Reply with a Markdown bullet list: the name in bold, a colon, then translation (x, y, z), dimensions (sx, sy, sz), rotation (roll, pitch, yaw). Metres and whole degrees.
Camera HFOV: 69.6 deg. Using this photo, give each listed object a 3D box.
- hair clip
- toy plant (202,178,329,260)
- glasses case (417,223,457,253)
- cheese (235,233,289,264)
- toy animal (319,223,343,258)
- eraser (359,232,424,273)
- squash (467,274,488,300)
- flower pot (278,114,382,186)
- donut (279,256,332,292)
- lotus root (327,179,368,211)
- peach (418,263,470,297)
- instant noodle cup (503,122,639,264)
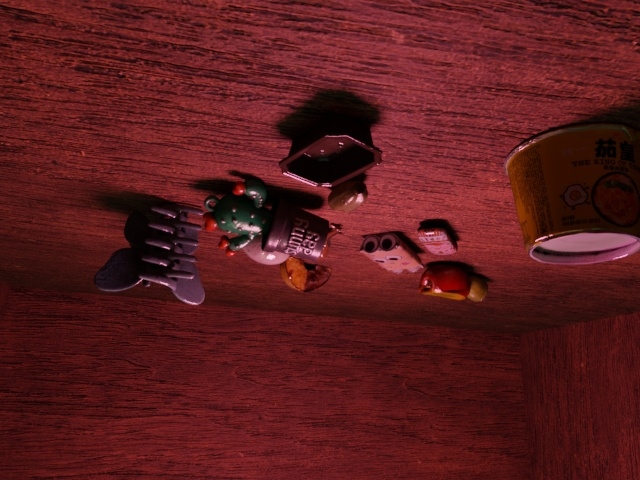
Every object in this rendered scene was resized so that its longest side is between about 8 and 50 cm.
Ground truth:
- **hair clip**: translation (-0.552, 0.037, 1.641), dimensions (0.393, 0.318, 0.238), rotation (16, 157, -27)
- **toy plant**: translation (-0.176, -0.064, 1.485), dimensions (0.401, 0.185, 0.279), rotation (18, 147, -11)
- **glasses case**: translation (0.441, -0.001, 1.723), dimensions (0.103, 0.067, 0.267), rotation (-9, 158, 28)
- **cheese**: translation (-0.198, 0.006, 1.670), dimensions (0.189, 0.154, 0.198), rotation (24, -179, 28)
- **toy animal**: translation (0.000, 0.000, 1.826), dimensions (0.230, 0.066, 0.224), rotation (5, 144, 24)
- **eraser**: translation (0.299, 0.056, 1.887), dimensions (0.171, 0.087, 0.291), rotation (-6, 159, 29)
- **squash**: translation (0.745, 0.229, 2.270), dimensions (0.123, 0.122, 0.187), rotation (-10, 158, 34)
- **flower pot**: translation (0.023, -0.222, 1.126), dimensions (0.179, 0.084, 0.251), rotation (18, 155, -35)
- **donut**: translation (-0.087, 0.180, 2.245), dimensions (0.295, 0.151, 0.112), rotation (17, 167, -37)
- **lotus root**: translation (0.087, -0.137, 1.372), dimensions (0.091, 0.077, 0.183), rotation (4, 165, -23)
- **peach**: translation (0.598, 0.190, 2.111), dimensions (0.268, 0.158, 0.154), rotation (13, 169, -19)
- **instant noodle cup**: translation (0.629, -0.095, 1.130), dimensions (0.326, 0.253, 0.325), rotation (4, 161, 1)
